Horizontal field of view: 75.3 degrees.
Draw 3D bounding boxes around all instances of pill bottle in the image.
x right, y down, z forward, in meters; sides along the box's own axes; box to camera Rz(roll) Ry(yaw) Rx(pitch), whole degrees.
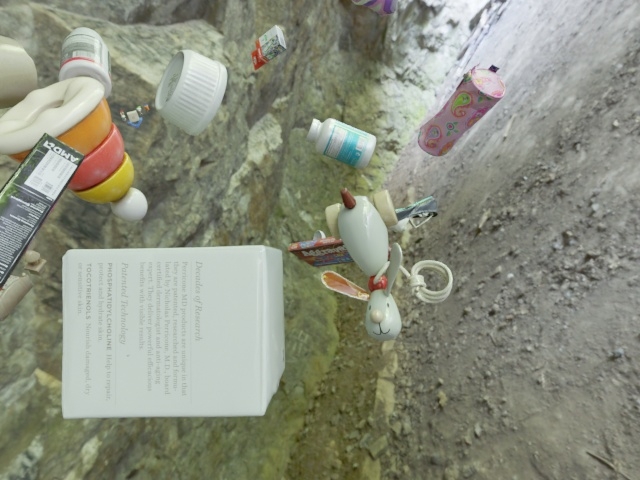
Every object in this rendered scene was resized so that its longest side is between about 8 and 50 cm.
[{"bbox_3d":[0.079,-0.396,1.666,0.146,0.263,0.146,-159,90,-83],"label":"pill bottle"},{"bbox_3d":[-0.927,-0.703,1.643,0.176,0.176,0.319,-60,40,43],"label":"pill bottle"}]

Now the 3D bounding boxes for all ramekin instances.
[{"bbox_3d":[-0.346,-0.393,1.088,0.207,0.109,0.207,-20,61,42],"label":"ramekin"}]

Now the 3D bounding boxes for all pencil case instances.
[{"bbox_3d":[0.398,-0.367,1.198,0.124,0.124,0.284,-64,7,-33],"label":"pencil case"}]

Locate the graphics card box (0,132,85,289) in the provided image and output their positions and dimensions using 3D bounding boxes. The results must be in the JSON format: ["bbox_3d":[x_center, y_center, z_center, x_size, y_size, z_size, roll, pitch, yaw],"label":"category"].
[{"bbox_3d":[-0.623,-0.014,0.818,0.232,0.094,0.371,-29,42,37],"label":"graphics card box"}]

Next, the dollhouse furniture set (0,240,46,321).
[{"bbox_3d":[-1.015,0.070,1.184,0.356,0.303,0.174,-78,-1,-45],"label":"dollhouse furniture set"}]

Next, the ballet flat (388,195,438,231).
[{"bbox_3d":[0.233,-0.062,1.124,0.203,0.074,0.074,-18,-12,-16],"label":"ballet flat"}]

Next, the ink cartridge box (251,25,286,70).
[{"bbox_3d":[-0.151,-0.523,1.132,0.115,0.063,0.029,-21,-16,29],"label":"ink cartridge box"}]

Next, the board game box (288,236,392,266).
[{"bbox_3d":[0.060,0.029,1.220,0.281,0.145,0.027,-9,60,32],"label":"board game box"}]

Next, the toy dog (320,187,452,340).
[{"bbox_3d":[0.097,0.020,0.858,0.220,0.334,0.161,-37,-32,8],"label":"toy dog"}]

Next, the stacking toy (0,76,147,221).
[{"bbox_3d":[-0.738,-0.239,1.347,0.351,0.350,0.480,-64,-32,-33],"label":"stacking toy"}]

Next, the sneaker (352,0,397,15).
[{"bbox_3d":[0.150,-0.576,0.860,0.095,0.104,0.237,22,90,55],"label":"sneaker"}]

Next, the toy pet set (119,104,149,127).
[{"bbox_3d":[-0.797,-0.533,1.798,0.114,0.122,0.065,-132,26,-54],"label":"toy pet set"}]

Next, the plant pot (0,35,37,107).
[{"bbox_3d":[-1.101,-0.534,1.294,0.334,0.333,0.305,-61,-5,24],"label":"plant pot"}]

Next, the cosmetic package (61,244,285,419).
[{"bbox_3d":[-0.293,0.182,0.939,0.329,0.393,0.328,73,-165,-87],"label":"cosmetic package"}]

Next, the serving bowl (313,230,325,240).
[{"bbox_3d":[0.000,0.000,1.737,0.083,0.027,0.084,-10,79,63],"label":"serving bowl"}]
